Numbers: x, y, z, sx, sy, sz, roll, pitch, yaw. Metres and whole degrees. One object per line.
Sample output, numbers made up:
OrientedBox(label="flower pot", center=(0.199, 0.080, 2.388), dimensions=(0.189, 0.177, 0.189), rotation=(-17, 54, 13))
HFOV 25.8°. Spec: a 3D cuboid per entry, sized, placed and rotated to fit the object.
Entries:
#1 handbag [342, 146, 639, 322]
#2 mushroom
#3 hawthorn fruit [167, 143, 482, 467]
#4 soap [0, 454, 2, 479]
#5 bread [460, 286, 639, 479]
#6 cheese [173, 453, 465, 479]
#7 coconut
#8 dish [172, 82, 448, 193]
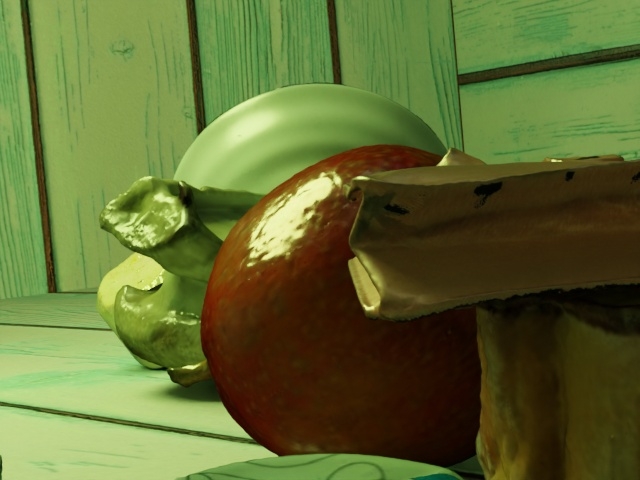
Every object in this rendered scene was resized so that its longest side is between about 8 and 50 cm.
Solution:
OrientedBox(label="handbag", center=(0.116, -0.014, 0.551), dimensions=(0.213, 0.059, 0.157), rotation=(-6, 4, 0))
OrientedBox(label="mushroom", center=(-0.047, 0.070, 1.200), dimensions=(0.212, 0.217, 0.292), rotation=(-47, -30, 14))
OrientedBox(label="hawthorn fruit", center=(0.011, 0.048, 0.808), dimensions=(0.226, 0.196, 0.196), rotation=(-20, -2, 15))
OrientedBox(label="soap", center=(-0.195, 0.132, 0.621), dimensions=(0.100, 0.056, 0.149), rotation=(-2, 3, 14))
OrientedBox(label="bread", center=(0.177, 0.069, 0.579), dimensions=(0.244, 0.123, 0.190), rotation=(-4, 1, 13))
OrientedBox(label="cheese", center=(0.031, 0.112, 0.466), dimensions=(0.270, 0.069, 0.177), rotation=(-4, 2, 11))
OrientedBox(label="coconut", center=(-0.153, 0.072, 1.408), dimensions=(0.116, 0.122, 0.116), rotation=(-24, 31, 16))
OrientedBox(label="dish", center=(0.000, 0.000, 1.430), dimensions=(0.316, 0.316, 0.106), rotation=(-5, 34, -2))
